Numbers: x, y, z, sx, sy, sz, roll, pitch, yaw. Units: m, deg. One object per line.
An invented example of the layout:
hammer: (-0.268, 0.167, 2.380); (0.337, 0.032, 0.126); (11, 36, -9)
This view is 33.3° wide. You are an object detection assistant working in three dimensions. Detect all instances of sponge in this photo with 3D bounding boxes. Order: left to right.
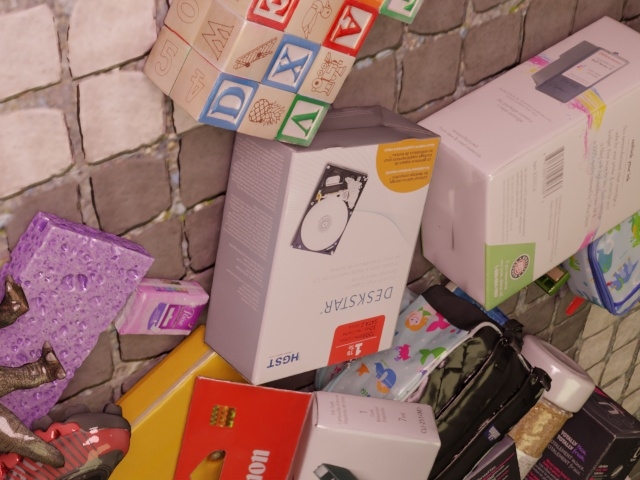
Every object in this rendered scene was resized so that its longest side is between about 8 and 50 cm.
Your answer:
sponge: (-0.244, 0.079, 0.911); (0.117, 0.031, 0.210); (23, 105, -52)

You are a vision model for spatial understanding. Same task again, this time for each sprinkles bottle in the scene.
sprinkles bottle: (0.238, 0.306, 1.519); (0.121, 0.121, 0.355); (21, 107, -51)

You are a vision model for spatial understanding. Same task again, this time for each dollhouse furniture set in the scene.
dollhouse furniture set: (0.260, 0.013, 1.328); (0.076, 0.058, 0.152); (-45, 143, -5)

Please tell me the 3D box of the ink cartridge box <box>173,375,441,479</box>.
ink cartridge box: (-0.031, 0.269, 1.092); (0.239, 0.060, 0.275); (9, 123, -11)

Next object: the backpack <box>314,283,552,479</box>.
backpack: (0.104, 0.191, 1.221); (0.253, 0.191, 0.225); (-51, 136, -8)

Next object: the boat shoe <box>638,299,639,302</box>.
boat shoe: (0.534, 0.035, 1.640); (0.056, 0.048, 0.153); (15, 106, -34)

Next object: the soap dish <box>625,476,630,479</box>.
soap dish: (0.469, 0.445, 1.758); (0.118, 0.291, 0.229); (-28, 144, 8)

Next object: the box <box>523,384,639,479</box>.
box: (0.350, 0.351, 1.634); (0.143, 0.165, 0.270); (10, 116, -48)

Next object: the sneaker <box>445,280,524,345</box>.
sneaker: (0.207, 0.101, 1.333); (0.058, 0.084, 0.152); (-47, 143, 0)

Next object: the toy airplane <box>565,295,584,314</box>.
toy airplane: (0.380, 0.035, 1.470); (0.151, 0.028, 0.151); (-17, 124, -28)

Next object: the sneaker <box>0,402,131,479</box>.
sneaker: (-0.266, 0.260, 0.938); (0.276, 0.135, 0.097); (-38, 147, 1)

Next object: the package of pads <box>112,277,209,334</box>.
package of pads: (-0.149, 0.062, 0.990); (0.083, 0.032, 0.050); (7, 120, -48)

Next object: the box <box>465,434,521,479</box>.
box: (0.111, 0.312, 1.364); (0.247, 0.163, 0.142); (-34, 139, -17)

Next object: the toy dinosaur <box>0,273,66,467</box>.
toy dinosaur: (-0.299, 0.085, 0.807); (0.160, 0.121, 0.313); (-28, 142, -2)

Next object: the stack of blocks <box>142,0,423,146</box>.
stack of blocks: (0.005, -0.226, 0.835); (0.171, 0.087, 0.297); (8, 117, -48)

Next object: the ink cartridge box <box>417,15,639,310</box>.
ink cartridge box: (0.279, -0.104, 1.190); (0.353, 0.119, 0.207); (-30, 139, -21)

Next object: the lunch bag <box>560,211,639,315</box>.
lunch bag: (0.408, -0.022, 1.391); (0.219, 0.090, 0.176); (-42, 134, -16)

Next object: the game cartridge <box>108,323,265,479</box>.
game cartridge: (-0.179, 0.266, 1.137); (0.323, 0.053, 0.285); (-40, 143, -6)

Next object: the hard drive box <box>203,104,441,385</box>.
hard drive box: (0.000, 0.000, 1.009); (0.181, 0.089, 0.232); (-11, 123, -39)
